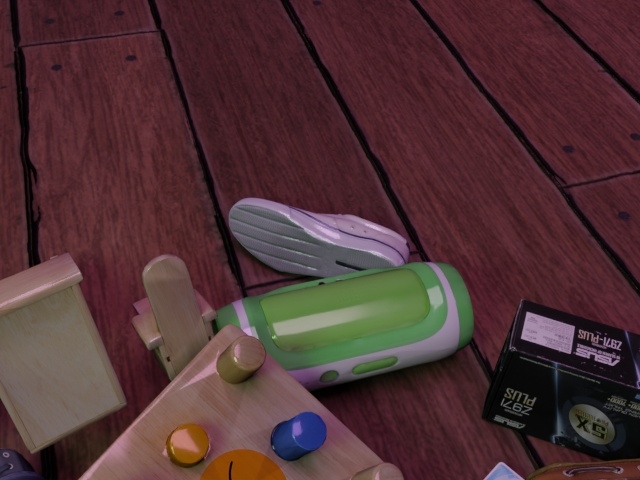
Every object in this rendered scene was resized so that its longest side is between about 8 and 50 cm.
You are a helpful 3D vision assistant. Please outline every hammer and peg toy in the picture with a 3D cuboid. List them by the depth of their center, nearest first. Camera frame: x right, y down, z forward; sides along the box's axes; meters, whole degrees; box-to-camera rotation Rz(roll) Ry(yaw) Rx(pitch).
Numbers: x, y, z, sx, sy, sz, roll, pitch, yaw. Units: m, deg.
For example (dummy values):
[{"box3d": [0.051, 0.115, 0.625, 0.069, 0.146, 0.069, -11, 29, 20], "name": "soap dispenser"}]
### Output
[{"box3d": [-0.032, 0.279, 0.709, 0.361, 0.127, 0.266, 42, 54, 0], "name": "hammer and peg toy"}]

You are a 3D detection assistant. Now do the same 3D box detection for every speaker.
[{"box3d": [0.026, 0.107, 0.896, 0.297, 0.131, 0.131, -11, 48, -14], "name": "speaker"}]

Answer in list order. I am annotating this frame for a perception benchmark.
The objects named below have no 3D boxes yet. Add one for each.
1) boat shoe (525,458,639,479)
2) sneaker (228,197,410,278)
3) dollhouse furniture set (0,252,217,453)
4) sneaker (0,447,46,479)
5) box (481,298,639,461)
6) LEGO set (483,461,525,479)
[{"box3d": [0.362, 0.262, 0.769, 0.308, 0.110, 0.104, 2, 37, -17], "name": "boat shoe"}, {"box3d": [0.000, 0.000, 1.036, 0.258, 0.094, 0.091, 21, 30, 11], "name": "sneaker"}, {"box3d": [-0.329, 0.040, 0.837, 0.303, 0.173, 0.355, -25, 37, -21], "name": "dollhouse furniture set"}, {"box3d": [-0.312, 0.264, 0.678, 0.163, 0.226, 0.086, 39, 87, 30], "name": "sneaker"}, {"box3d": [0.291, 0.163, 0.843, 0.180, 0.147, 0.077, 17, 48, 11], "name": "box"}, {"box3d": [0.220, 0.350, 0.724, 0.182, 0.060, 0.244, -36, 58, -27], "name": "LEGO set"}]
